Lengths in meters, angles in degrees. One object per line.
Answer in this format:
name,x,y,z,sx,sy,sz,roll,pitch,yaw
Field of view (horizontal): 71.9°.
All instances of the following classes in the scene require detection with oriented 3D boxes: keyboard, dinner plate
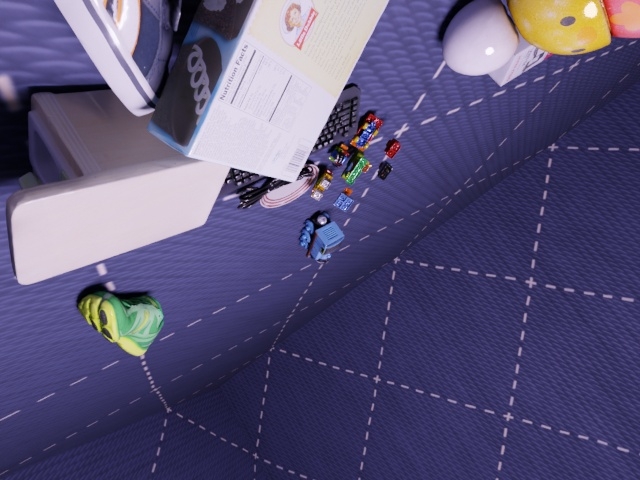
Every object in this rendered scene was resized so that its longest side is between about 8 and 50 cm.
keyboard,-0.067,-0.144,0.784,0.317,0.033,0.201,-27,157,-17
dinner plate,-0.067,-0.116,0.923,0.141,0.017,0.141,-31,163,-11

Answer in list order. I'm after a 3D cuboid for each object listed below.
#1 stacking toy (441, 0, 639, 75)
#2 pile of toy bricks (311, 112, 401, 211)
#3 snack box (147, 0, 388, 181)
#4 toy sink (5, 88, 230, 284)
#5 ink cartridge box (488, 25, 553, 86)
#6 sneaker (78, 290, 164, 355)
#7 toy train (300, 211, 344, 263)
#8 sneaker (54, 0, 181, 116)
stacking toy,0.407,-0.391,0.645,0.480,0.350,0.351,-25,172,36
pile of toy bricks,0.076,-0.166,0.941,0.212,0.118,0.105,-53,-164,25
snack box,-0.017,-0.218,0.419,0.322,0.060,0.187,-61,158,12
toy sink,-0.244,-0.075,0.503,0.234,0.131,0.153,-26,163,-41
ink cartridge box,0.437,-0.414,0.937,0.150,0.063,0.109,-33,164,-3
sneaker,-0.415,0.158,0.947,0.123,0.109,0.295,-51,170,-22
toy train,0.000,0.000,1.229,0.080,0.105,0.184,-26,162,-23
sneaker,-0.139,-0.215,0.302,0.127,0.126,0.321,-28,163,-11
